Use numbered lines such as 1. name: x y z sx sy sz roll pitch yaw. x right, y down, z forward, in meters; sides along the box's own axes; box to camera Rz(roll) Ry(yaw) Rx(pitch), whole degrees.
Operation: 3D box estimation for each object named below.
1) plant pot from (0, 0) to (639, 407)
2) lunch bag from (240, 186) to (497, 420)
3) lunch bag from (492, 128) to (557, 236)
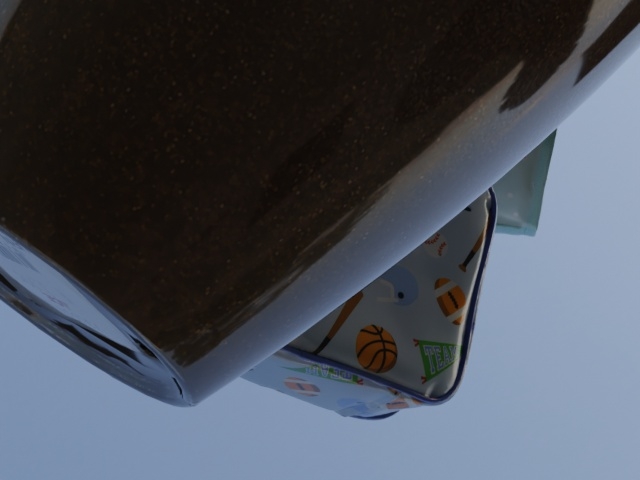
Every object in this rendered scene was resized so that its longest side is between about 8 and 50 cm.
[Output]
1. plant pot: -0.016 -0.074 0.481 0.215 0.215 0.230 37 -107 -3
2. lunch bag: 0.000 0.000 1.291 0.303 0.115 0.243 23 -114 -26
3. lunch bag: 0.117 -0.141 1.489 0.223 0.160 0.262 10 -94 4
